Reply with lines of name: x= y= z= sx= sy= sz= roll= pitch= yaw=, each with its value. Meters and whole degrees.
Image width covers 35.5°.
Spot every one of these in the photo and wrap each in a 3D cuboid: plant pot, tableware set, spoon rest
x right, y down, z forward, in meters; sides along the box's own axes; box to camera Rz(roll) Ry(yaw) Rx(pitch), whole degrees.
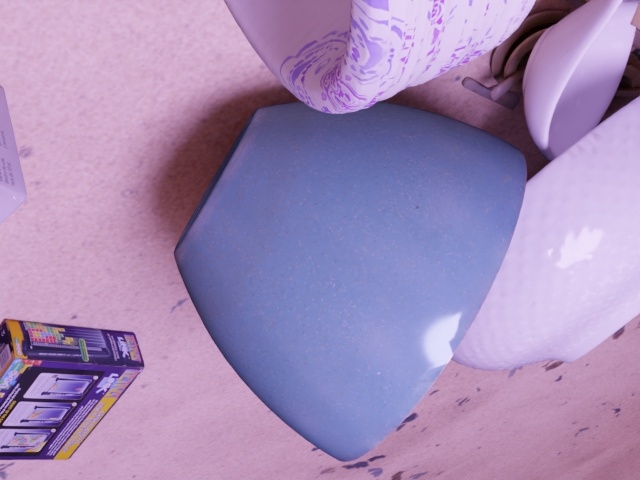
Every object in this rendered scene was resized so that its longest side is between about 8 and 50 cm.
plant pot: x=0.000 y=0.000 z=0.801 sx=0.195 sy=0.290 sz=0.290 roll=31 pitch=125 yaw=-9
tableware set: x=0.232 y=-0.147 z=0.912 sx=0.194 sy=0.039 sz=0.128 roll=14 pitch=130 yaw=-43
spoon rest: x=0.209 y=-0.176 z=0.774 sx=0.137 sy=0.084 sz=0.276 roll=-43 pitch=142 yaw=-27

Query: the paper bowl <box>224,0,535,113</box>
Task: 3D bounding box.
paper bowl: x=0.016 y=-0.217 z=0.477 sx=0.148 sy=0.284 sz=0.284 roll=-26 pitch=146 yaw=-13

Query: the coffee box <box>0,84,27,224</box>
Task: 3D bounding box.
coffee box: x=-0.354 y=-0.063 z=0.595 sx=0.168 sy=0.119 sz=0.297 roll=-39 pitch=143 yaw=21

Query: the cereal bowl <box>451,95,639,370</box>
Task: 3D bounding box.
cereal bowl: x=0.248 y=0.011 z=0.928 sx=0.339 sy=0.141 sz=0.339 roll=-37 pitch=168 yaw=-10

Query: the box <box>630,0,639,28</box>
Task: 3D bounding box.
box: x=0.304 y=-0.269 z=0.735 sx=0.164 sy=0.021 sz=0.201 roll=-41 pitch=155 yaw=-36

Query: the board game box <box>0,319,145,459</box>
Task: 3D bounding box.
board game box: x=-0.278 y=0.152 z=0.988 sx=0.141 sy=0.048 sz=0.170 roll=11 pitch=132 yaw=-43
